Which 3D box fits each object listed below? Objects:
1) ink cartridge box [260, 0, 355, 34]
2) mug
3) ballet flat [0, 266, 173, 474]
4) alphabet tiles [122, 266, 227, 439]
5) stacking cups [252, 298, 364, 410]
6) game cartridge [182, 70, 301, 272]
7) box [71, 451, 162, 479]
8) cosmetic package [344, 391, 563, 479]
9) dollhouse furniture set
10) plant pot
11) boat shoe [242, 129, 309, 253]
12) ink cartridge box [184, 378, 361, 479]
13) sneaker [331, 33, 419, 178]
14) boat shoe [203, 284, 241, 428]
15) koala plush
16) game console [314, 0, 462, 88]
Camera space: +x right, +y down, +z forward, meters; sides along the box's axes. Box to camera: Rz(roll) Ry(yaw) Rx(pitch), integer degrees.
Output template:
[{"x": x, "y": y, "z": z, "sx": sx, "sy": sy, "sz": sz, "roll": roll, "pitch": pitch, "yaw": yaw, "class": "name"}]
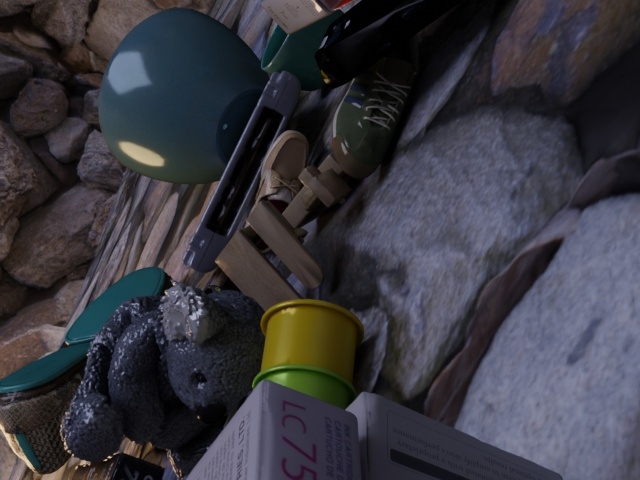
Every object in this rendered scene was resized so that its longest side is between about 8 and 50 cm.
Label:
[{"x": 0.076, "y": -0.371, "z": 1.056, "sx": 0.275, "sy": 0.060, "sz": 0.239, "roll": -50, "pitch": 19, "yaw": -17, "class": "ink cartridge box"}, {"x": -0.014, "y": -0.288, "z": 1.305, "sx": 0.129, "sy": 0.097, "sz": 0.158, "roll": -56, "pitch": 19, "yaw": 27, "class": "mug"}, {"x": -0.350, "y": 0.208, "z": 1.432, "sx": 0.164, "sy": 0.182, "sz": 0.483, "roll": -10, "pitch": 17, "yaw": 17, "class": "ballet flat"}, {"x": -0.215, "y": 0.150, "z": 1.319, "sx": 0.285, "sy": 0.011, "sz": 0.342, "roll": -47, "pitch": 14, "yaw": 45, "class": "alphabet tiles"}, {"x": -0.020, "y": 0.199, "z": 0.712, "sx": 0.096, "sy": 0.096, "sz": 0.316, "roll": -46, "pitch": 29, "yaw": 45, "class": "stacking cups"}, {"x": -0.114, "y": -0.090, "z": 1.298, "sx": 0.198, "sy": 0.062, "sz": 0.297, "roll": 137, "pitch": 159, "yaw": -85, "class": "game cartridge"}, {"x": -0.343, "y": 0.460, "z": 1.277, "sx": 0.293, "sy": 0.073, "sz": 0.296, "roll": -36, "pitch": 32, "yaw": 59, "class": "box"}, {"x": 0.020, "y": 0.244, "z": 0.451, "sx": 0.224, "sy": 0.138, "sz": 0.225, "roll": -52, "pitch": 21, "yaw": 34, "class": "cosmetic package"}, {"x": 0.000, "y": 0.000, "z": 1.004, "sx": 0.151, "sy": 0.123, "sz": 0.144, "roll": -32, "pitch": -14, "yaw": -50, "class": "dollhouse furniture set"}, {"x": -0.182, "y": -0.211, "z": 1.461, "sx": 0.195, "sy": 0.290, "sz": 0.290, "roll": 27, "pitch": 92, "yaw": 36, "class": "plant pot"}, {"x": -0.053, "y": -0.059, "z": 1.182, "sx": 0.059, "sy": 0.063, "sz": 0.170, "roll": -131, "pitch": 58, "yaw": -67, "class": "boat shoe"}, {"x": -0.080, "y": 0.233, "z": 0.427, "sx": 0.311, "sy": 0.065, "sz": 0.186, "roll": -52, "pitch": 22, "yaw": 30, "class": "ink cartridge box"}, {"x": 0.065, "y": -0.163, "z": 0.972, "sx": 0.086, "sy": 0.064, "sz": 0.192, "roll": -49, "pitch": 20, "yaw": 51, "class": "sneaker"}, {"x": -0.132, "y": 0.153, "z": 1.099, "sx": 0.081, "sy": 0.068, "sz": 0.228, "roll": -47, "pitch": 25, "yaw": 41, "class": "boat shoe"}, {"x": -0.124, "y": 0.119, "z": 0.913, "sx": 0.221, "sy": 0.196, "sz": 0.203, "roll": -36, "pitch": 41, "yaw": 43, "class": "koala plush"}, {"x": 0.111, "y": -0.309, "z": 1.012, "sx": 0.213, "sy": 0.044, "sz": 0.361, "roll": -31, "pitch": 24, "yaw": 31, "class": "game console"}]
